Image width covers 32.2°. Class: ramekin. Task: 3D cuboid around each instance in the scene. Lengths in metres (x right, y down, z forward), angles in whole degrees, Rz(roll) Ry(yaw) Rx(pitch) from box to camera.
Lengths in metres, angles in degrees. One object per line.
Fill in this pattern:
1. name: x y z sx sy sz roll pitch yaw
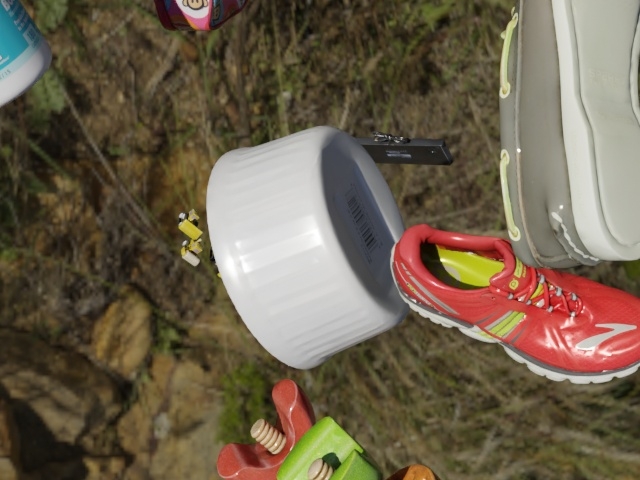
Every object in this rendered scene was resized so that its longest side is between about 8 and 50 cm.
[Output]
1. ramekin: 0.000 0.000 1.301 0.135 0.277 0.277 -21 140 23

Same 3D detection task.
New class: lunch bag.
1. lunch bag: -0.190 -0.500 1.779 0.120 0.258 0.293 3 118 17

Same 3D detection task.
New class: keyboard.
1. keyboard: 0.134 -0.165 1.940 0.180 0.023 0.108 3 159 23

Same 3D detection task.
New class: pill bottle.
1. pill bottle: -0.449 -0.290 1.326 0.146 0.146 0.264 -20 125 14

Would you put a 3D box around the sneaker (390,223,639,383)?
1. sneaker: 0.197 0.057 1.086 0.279 0.107 0.118 16 156 15

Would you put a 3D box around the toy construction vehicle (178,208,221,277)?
1. toy construction vehicle: -0.154 0.004 1.506 0.035 0.098 0.086 -40 116 20

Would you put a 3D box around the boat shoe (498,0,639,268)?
1. boat shoe: 0.172 -0.130 0.786 0.109 0.305 0.091 10 164 -40

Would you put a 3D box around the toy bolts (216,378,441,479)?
1. toy bolts: 0.001 0.242 0.904 0.158 0.228 0.218 41 93 -18
